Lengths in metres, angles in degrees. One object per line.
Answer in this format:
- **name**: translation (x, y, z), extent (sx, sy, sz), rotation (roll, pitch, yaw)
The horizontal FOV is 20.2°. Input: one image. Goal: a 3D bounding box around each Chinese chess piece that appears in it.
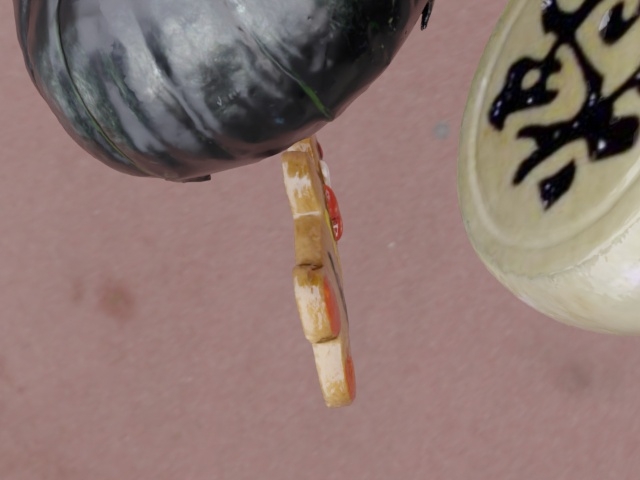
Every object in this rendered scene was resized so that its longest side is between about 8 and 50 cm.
- **Chinese chess piece**: translation (0.184, -0.073, 1.007), extent (0.104, 0.257, 0.257), rotation (21, 122, -27)

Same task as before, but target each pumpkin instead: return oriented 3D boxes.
- **pumpkin**: translation (-0.078, -0.190, 1.160), extent (0.295, 0.296, 0.296), rotation (7, 107, 25)

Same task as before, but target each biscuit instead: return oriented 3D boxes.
- **biscuit**: translation (0.001, 0.000, 1.437), extent (0.036, 0.250, 0.165), rotation (-10, 136, 4)
